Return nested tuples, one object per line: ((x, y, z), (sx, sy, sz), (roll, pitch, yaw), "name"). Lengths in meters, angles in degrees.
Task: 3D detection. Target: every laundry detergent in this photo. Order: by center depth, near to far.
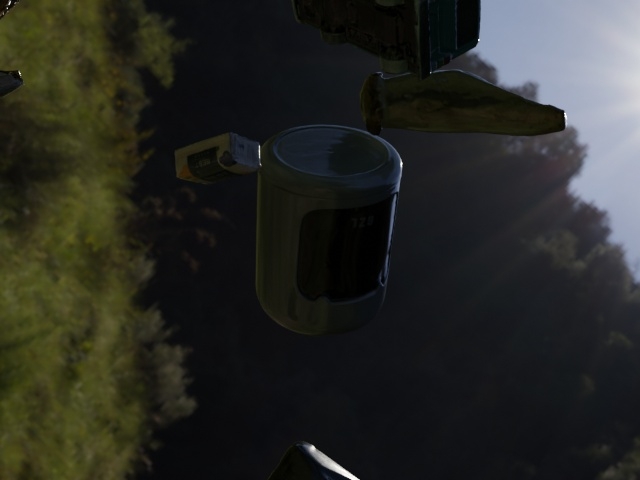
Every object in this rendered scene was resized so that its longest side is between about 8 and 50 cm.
((0.051, 0.268, 1.021), (0.222, 0.078, 0.144), (33, -19, 9), "laundry detergent")

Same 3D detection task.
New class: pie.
((-0.479, -0.384, 1.782), (0.034, 0.170, 0.092), (38, -45, -15), "pie")

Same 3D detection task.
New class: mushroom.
((0.224, -0.219, 1.834), (0.333, 0.107, 0.087), (1, -5, 15), "mushroom")

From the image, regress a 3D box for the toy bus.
((0.084, -0.327, 1.541), (0.256, 0.147, 0.128), (33, -38, 39), "toy bus")

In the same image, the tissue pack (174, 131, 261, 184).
((-0.118, -0.093, 1.324), (0.083, 0.042, 0.062), (-13, -12, 30), "tissue pack")

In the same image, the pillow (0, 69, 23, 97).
((-0.575, -0.239, 1.786), (0.119, 0.208, 0.053), (25, -59, 28), "pillow")

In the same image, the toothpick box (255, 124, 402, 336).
((0.000, 0.000, 1.957), (0.263, 0.263, 0.354), (34, -49, 41), "toothpick box")
